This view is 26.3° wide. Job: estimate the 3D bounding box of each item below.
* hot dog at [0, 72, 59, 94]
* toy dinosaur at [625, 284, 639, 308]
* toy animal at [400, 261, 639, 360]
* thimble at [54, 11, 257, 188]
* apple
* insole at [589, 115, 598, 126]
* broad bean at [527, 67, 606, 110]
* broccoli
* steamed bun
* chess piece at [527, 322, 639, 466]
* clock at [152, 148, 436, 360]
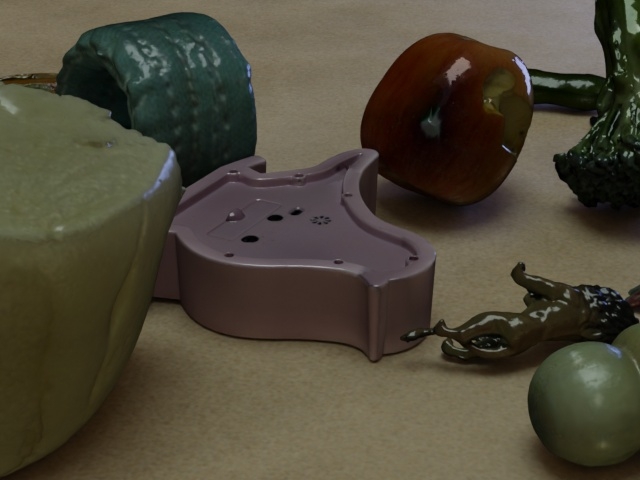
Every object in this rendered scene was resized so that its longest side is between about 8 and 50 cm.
[{"bbox_3d":[-0.410,-0.142,1.555,0.337,0.100,0.135,-10,28,-22],"label":"hot dog"},{"bbox_3d":[0.402,-0.011,1.232,0.242,0.053,0.167,-15,23,41],"label":"toy dinosaur"},{"bbox_3d":[0.171,0.064,1.175,0.220,0.069,0.086,-8,46,-12],"label":"toy animal"},{"bbox_3d":[-0.175,-0.124,1.422,0.143,0.235,0.198,-16,71,-31],"label":"thimble"},{"bbox_3d":[0.139,-0.131,1.439,0.199,0.199,0.199,0,26,0],"label":"apple"},{"bbox_3d":[0.362,-0.114,1.619,0.064,0.004,0.188,-2,26,-6],"label":"insole"},{"bbox_3d":[0.268,-0.196,1.740,0.255,0.046,0.065,9,14,20],"label":"broad bean"},{"bbox_3d":[0.323,-0.177,1.441,0.146,0.304,0.165,9,-20,-24],"label":"broccoli"},{"bbox_3d":[-0.228,0.019,1.033,0.272,0.290,0.273,-3,43,-20],"label":"steamed bun"},{"bbox_3d":[0.276,0.109,1.042,0.243,0.133,0.133,-13,28,-12],"label":"chess piece"},{"bbox_3d":[0.000,0.000,1.293,0.275,0.080,0.290,13,29,23],"label":"clock"}]
